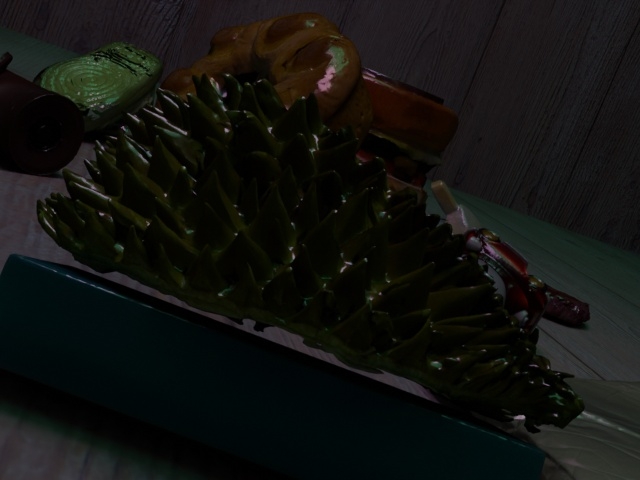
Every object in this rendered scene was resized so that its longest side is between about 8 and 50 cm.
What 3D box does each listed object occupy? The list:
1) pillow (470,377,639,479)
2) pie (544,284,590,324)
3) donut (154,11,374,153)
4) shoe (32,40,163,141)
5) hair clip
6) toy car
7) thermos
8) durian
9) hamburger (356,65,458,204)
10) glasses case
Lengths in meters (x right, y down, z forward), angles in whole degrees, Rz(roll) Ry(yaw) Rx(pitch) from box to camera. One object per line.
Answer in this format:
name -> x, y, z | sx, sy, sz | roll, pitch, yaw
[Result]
pillow -> 0.251, 0.167, 0.640 | 0.280, 0.076, 0.274 | 11, 11, -18
pie -> 0.351, 0.089, 1.291 | 0.153, 0.038, 0.153 | 22, 9, -4
donut -> -0.083, -0.183, 1.153 | 0.317, 0.299, 0.150 | 52, -6, 50
shoe -> -0.331, -0.221, 1.295 | 0.140, 0.128, 0.262 | 15, 38, 14
hair clip -> 0.206, -0.016, 1.331 | 0.071, 0.159, 0.218 | -24, -17, 33
toy car -> 0.190, 0.062, 0.984 | 0.139, 0.112, 0.112 | 37, 31, 25
thermos -> -0.382, -0.156, 0.978 | 0.232, 0.099, 0.124 | 27, -25, 34
durian -> -0.031, 0.027, 0.517 | 0.394, 0.198, 0.163 | 22, 45, 21
hamburger -> 0.050, -0.164, 1.397 | 0.329, 0.250, 0.330 | 20, 12, -4
glasses case -> -0.034, 0.092, 0.483 | 0.300, 0.070, 0.117 | 19, -5, 0
